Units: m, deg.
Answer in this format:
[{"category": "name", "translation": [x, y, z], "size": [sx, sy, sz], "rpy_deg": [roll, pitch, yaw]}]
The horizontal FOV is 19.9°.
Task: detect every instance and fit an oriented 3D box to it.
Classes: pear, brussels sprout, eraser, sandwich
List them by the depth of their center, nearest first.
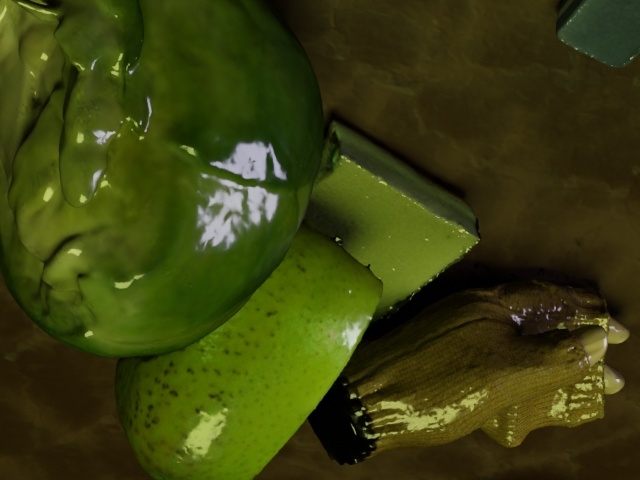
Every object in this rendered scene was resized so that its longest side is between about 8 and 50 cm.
[{"category": "brussels sprout", "translation": [-0.159, -0.094, 1.522], "size": [0.276, 0.315, 0.371], "rpy_deg": [-11, 102, 45]}, {"category": "eraser", "translation": [0.294, -0.246, 1.571], "size": [0.082, 0.036, 0.225], "rpy_deg": [20, 130, -23]}, {"category": "pear", "translation": [-0.104, 0.112, 1.714], "size": [0.159, 0.292, 0.292], "rpy_deg": [35, 124, -21]}, {"category": "sandwich", "translation": [0.000, 0.000, 1.789], "size": [0.212, 0.063, 0.245], "rpy_deg": [31, 125, -26]}]

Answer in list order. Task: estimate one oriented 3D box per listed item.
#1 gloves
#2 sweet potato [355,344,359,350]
[{"category": "gloves", "translation": [0.157, 0.127, 1.846], "size": [0.356, 0.155, 0.203], "rpy_deg": [-8, 163, -19]}, {"category": "sweet potato", "translation": [0.016, 0.122, 1.933], "size": [0.026, 0.026, 0.115], "rpy_deg": [19, 135, -22]}]
